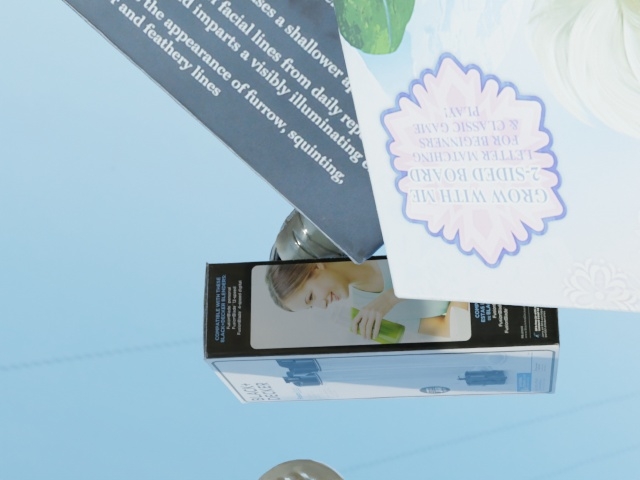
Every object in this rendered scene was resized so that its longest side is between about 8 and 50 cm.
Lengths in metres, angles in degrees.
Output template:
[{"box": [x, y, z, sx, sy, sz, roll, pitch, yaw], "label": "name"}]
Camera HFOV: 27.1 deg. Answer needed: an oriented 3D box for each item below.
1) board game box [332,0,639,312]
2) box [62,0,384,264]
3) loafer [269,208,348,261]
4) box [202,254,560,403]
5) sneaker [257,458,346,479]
[{"box": [0.130, -0.132, 0.343, 0.318, 0.318, 0.066, 1, -159, 41], "label": "board game box"}, {"box": [0.063, -0.239, 0.796, 0.293, 0.395, 0.212, 42, -151, -7], "label": "box"}, {"box": [0.000, 0.000, 1.242, 0.076, 0.078, 0.223, 48, 160, 3], "label": "loafer"}, {"box": [0.057, 0.077, 1.142, 0.290, 0.087, 0.169, -2, 160, 7], "label": "box"}, {"box": [-0.032, 0.354, 1.093, 0.135, 0.366, 0.150, 7, 180, 0], "label": "sneaker"}]
